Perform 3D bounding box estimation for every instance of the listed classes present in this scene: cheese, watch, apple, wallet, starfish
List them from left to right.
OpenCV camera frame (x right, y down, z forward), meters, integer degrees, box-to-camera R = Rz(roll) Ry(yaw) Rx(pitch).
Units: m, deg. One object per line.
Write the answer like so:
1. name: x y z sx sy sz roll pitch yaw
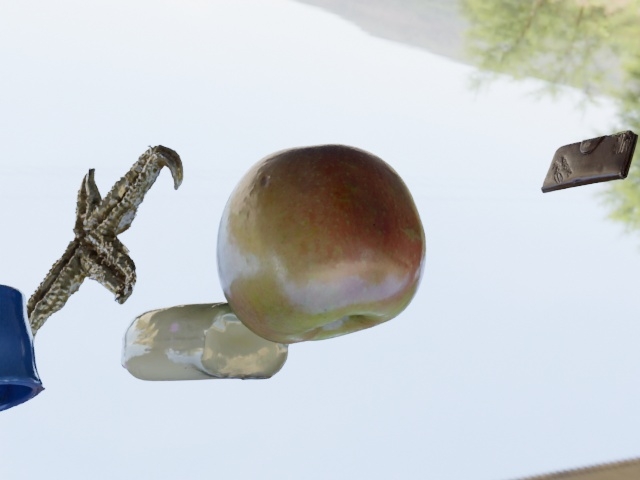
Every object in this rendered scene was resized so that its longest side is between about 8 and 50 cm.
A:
1. watch: -0.356 0.124 0.959 0.200 0.171 0.196 -21 173 10
2. starfish: -0.399 0.030 1.875 0.324 0.432 0.082 -7 145 39
3. cheese: -0.188 0.169 1.715 0.266 0.127 0.233 7 170 -40
4. apple: 0.000 0.000 1.521 0.319 0.277 0.319 -11 166 -3
5. wallet: 0.446 -0.131 1.726 0.026 0.095 0.176 32 159 -25
